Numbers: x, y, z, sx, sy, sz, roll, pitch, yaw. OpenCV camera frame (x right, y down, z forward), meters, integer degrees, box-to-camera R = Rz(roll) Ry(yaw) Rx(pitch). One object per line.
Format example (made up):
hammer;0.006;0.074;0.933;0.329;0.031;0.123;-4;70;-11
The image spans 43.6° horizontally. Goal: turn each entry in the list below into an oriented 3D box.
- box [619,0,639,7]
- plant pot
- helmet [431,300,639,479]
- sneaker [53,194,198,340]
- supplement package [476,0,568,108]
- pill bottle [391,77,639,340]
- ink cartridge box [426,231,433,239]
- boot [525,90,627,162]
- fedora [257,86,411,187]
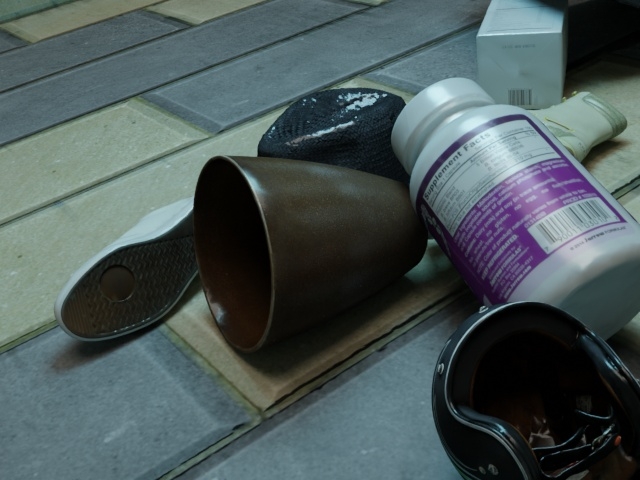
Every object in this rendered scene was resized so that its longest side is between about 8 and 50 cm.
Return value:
box;0.554;-0.595;1.449;0.479;0.297;0.472;8;24;-22
plant pot;0.000;0.000;0.917;0.230;0.215;0.215;-9;28;-29
helmet;0.169;0.136;0.646;0.169;0.169;0.161;-20;37;-16
sneaker;-0.222;0.033;1.023;0.290;0.106;0.123;-38;17;-36
supplement package;0.359;-0.338;1.394;0.139;0.134;0.244;3;34;20
pill bottle;0.198;-0.035;0.841;0.169;0.169;0.301;-20;52;-15
ink cartridge box;0.212;-0.018;0.989;0.180;0.060;0.104;-9;32;1
boot;0.326;-0.175;1.197;0.165;0.077;0.213;-32;43;-30
fedora;0.022;-0.118;1.120;0.334;0.153;0.334;-7;31;4
